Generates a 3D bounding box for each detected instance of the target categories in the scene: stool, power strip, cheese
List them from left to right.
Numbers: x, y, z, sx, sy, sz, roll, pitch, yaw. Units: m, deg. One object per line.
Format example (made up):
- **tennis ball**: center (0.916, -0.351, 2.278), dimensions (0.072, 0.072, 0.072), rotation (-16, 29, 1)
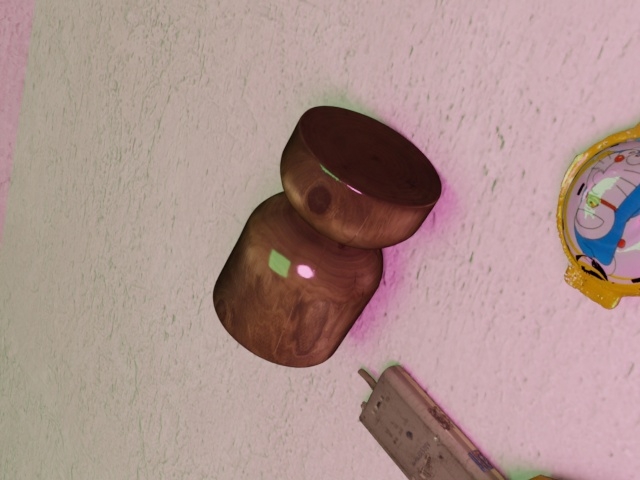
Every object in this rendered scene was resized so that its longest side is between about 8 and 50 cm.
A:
- **stool**: center (0.000, 0.000, 0.990), dimensions (0.179, 0.179, 0.264), rotation (54, 129, 33)
- **power strip**: center (0.121, 0.237, 0.970), dimensions (0.268, 0.034, 0.092), rotation (46, 125, 38)
- **cheese**: center (0.293, -0.058, 0.734), dimensions (0.156, 0.064, 0.250), rotation (39, 108, 40)

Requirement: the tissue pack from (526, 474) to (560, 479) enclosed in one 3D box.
- **tissue pack**: center (0.244, 0.279, 0.764), dimensions (0.169, 0.120, 0.082), rotation (4, 97, 50)
